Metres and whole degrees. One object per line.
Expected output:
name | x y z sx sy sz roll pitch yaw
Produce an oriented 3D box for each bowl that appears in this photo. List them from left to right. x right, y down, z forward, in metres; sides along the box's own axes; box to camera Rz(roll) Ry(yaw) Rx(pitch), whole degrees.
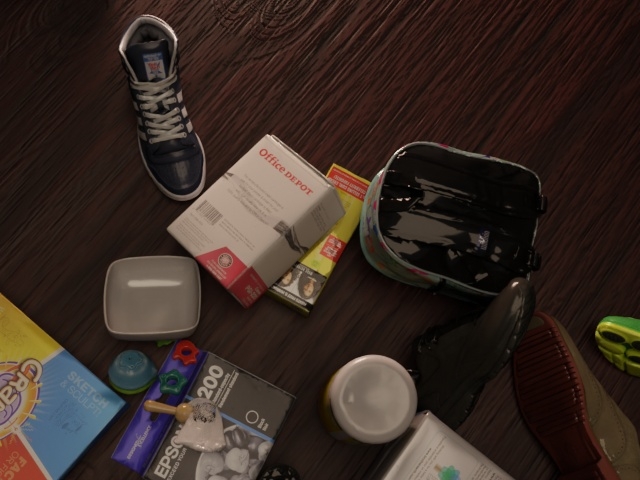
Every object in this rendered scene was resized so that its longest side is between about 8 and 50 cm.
bowl | -0.250 0.092 1.275 0.142 0.053 0.142 -1 52 -8

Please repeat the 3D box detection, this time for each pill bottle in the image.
pill bottle | 0.060 0.231 1.211 0.117 0.215 0.117 2 76 -7

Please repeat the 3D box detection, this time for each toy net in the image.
toy net | -0.204 0.222 1.233 0.122 0.045 0.232 -31 57 -32

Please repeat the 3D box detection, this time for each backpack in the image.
backpack | 0.188 -0.027 1.304 0.253 0.191 0.225 16 74 -13

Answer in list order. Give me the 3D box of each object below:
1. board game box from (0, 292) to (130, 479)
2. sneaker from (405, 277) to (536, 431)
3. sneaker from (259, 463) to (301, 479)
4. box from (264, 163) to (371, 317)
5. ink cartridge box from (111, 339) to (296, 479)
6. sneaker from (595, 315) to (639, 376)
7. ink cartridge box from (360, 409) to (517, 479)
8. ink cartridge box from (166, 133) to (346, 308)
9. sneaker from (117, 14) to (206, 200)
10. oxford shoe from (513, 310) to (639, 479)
board game box | -0.473 0.225 1.224 0.316 0.064 0.242 39 75 4
sneaker | 0.207 0.158 1.242 0.130 0.109 0.286 36 119 12
sneaker | -0.061 0.438 1.198 0.078 0.106 0.234 4 69 -15
box | 0.000 0.000 1.343 0.087 0.058 0.232 29 74 3
ink cartridge box | -0.171 0.277 1.260 0.208 0.045 0.206 26 74 2
sneaker | 0.581 0.154 1.369 0.295 0.109 0.124 6 52 -4
ink cartridge box | 0.215 0.471 1.204 0.395 0.151 0.270 38 75 4
ink cartridge box | -0.094 -0.032 1.286 0.218 0.092 0.158 -45 60 -7
sneaker | -0.245 -0.209 1.316 0.099 0.153 0.282 -14 78 -10
oxford shoe | 0.404 0.272 1.316 0.130 0.123 0.348 -7 74 -36
